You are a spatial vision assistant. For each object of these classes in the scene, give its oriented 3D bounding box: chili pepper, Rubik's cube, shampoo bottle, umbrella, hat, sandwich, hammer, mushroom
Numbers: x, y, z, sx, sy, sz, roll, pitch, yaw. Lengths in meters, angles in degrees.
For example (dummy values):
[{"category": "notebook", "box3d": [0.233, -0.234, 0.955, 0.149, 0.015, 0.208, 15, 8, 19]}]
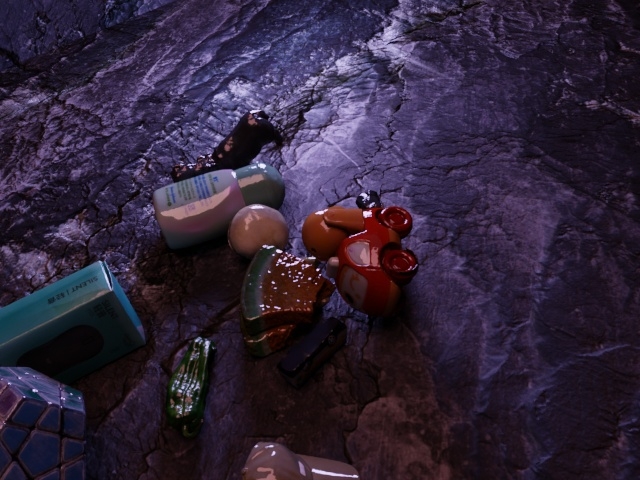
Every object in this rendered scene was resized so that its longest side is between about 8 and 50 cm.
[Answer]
[{"category": "chili pepper", "box3d": [-0.267, 0.299, 1.190, 0.100, 0.074, 0.257, -6, 43, 6]}, {"category": "Rubik's cube", "box3d": [-0.568, 0.383, 1.030, 0.264, 0.319, 0.319, -15, 37, 36]}, {"category": "shampoo bottle", "box3d": [-0.266, -0.107, 1.553, 0.349, 0.151, 0.222, -20, 39, -8]}, {"category": "umbrella", "box3d": [0.153, -0.043, 1.469, 0.066, 0.059, 0.236, -31, 45, 10]}, {"category": "hat", "box3d": [-0.032, 0.421, 0.988, 0.173, 0.144, 0.166, -20, 41, 24]}, {"category": "sandwich", "box3d": [-0.090, 0.128, 1.305, 0.212, 0.109, 0.292, 13, 48, 24]}, {"category": "hammer", "box3d": [0.000, 0.000, 1.484, 0.060, 0.028, 0.195, 7, 43, 28]}, {"category": "mushroom", "box3d": [-0.159, -0.017, 1.462, 0.154, 0.122, 0.154, 4, 76, -16]}]

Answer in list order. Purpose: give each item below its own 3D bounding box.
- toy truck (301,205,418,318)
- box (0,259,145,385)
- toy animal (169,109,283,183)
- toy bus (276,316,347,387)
[{"category": "toy truck", "box3d": [0.078, 0.037, 1.265, 0.239, 0.189, 0.265, 2, 51, -6]}, {"category": "box", "box3d": [-0.569, 0.208, 1.255, 0.311, 0.205, 0.118, -28, 48, -17]}, {"category": "toy animal", "box3d": [-0.266, -0.241, 1.686, 0.343, 0.168, 0.106, -39, 51, -8]}, {"category": "toy bus", "box3d": [-0.015, 0.234, 1.206, 0.057, 0.072, 0.172, 29, 55, 33]}]
